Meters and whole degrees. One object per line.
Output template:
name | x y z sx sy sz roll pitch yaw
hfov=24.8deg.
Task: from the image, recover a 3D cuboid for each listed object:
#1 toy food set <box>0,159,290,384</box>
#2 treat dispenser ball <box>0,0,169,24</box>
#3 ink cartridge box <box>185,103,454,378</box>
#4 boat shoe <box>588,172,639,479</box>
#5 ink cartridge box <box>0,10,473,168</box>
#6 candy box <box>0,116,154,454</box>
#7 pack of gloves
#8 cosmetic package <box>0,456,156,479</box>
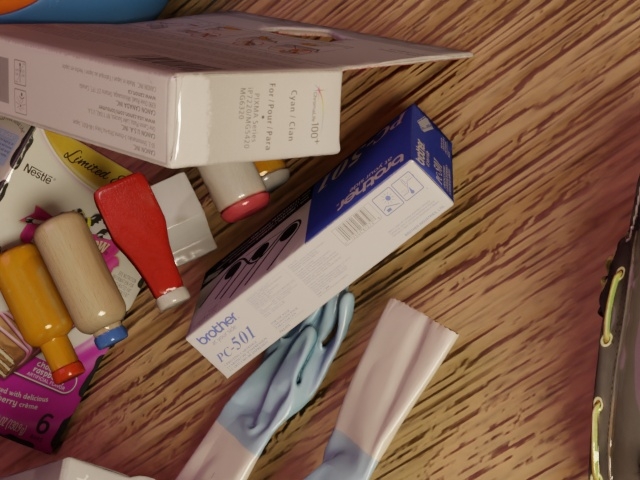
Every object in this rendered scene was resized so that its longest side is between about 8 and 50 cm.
toy food set | -0.115 0.009 1.060 0.232 0.111 0.104 -25 84 -14
treat dispenser ball | -0.256 -0.282 1.259 0.288 0.288 0.288 -23 52 33
ink cartridge box | 0.000 0.000 1.001 0.207 0.046 0.097 -38 19 21
boat shoe | 0.184 0.041 0.800 0.069 0.081 0.227 -10 63 36
ink cartridge box | -0.082 -0.118 1.066 0.296 0.261 0.066 19 112 48
candy box | -0.231 0.033 1.145 0.071 0.159 0.233 22 83 50
pack of gloves | -0.008 0.139 0.971 0.232 0.046 0.195 -58 29 -2
cosmetic package | -0.188 0.224 0.990 0.238 0.127 0.107 -21 52 50
